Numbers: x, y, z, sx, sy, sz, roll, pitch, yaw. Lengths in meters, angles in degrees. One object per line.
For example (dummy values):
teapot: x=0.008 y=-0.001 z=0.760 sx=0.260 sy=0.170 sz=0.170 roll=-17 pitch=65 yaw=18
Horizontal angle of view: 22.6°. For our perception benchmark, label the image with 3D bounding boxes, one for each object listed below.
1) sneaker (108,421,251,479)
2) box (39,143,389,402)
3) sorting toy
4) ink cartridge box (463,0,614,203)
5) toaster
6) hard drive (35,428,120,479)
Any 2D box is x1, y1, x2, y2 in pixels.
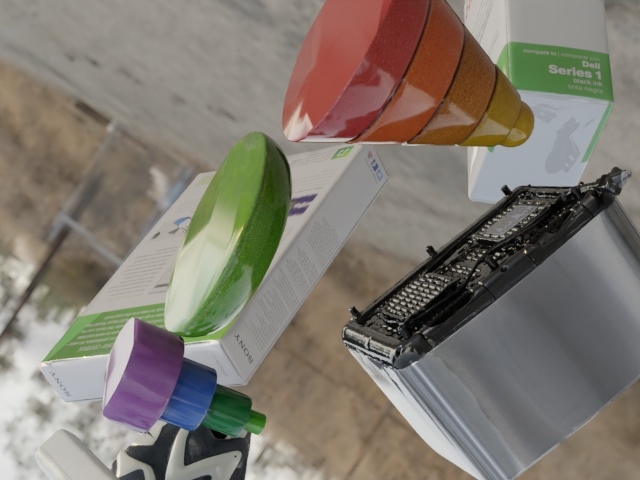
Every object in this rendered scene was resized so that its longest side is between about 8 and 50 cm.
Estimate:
sneaker: x=-0.088 y=0.258 z=1.631 sx=0.235 sy=0.153 sz=0.094 roll=39 pitch=177 yaw=-5
box: x=-0.097 y=0.027 z=1.544 sx=0.232 sy=0.322 sz=0.058 roll=-9 pitch=120 yaw=37
sorting toy: x=0.000 y=0.000 z=0.926 sx=0.126 sy=0.365 sz=0.127 roll=24 pitch=-145 yaw=-17
ink cartridge box: x=0.182 y=-0.163 z=1.374 sx=0.092 sy=0.219 sz=0.160 roll=6 pitch=147 yaw=-5
toaster: x=0.118 y=0.048 z=0.970 sx=0.110 sy=0.168 sz=0.186 roll=52 pitch=172 yaw=-8
hard drive: x=-0.112 y=0.296 z=1.360 sx=0.233 sy=0.047 sz=0.353 roll=51 pitch=168 yaw=-24
